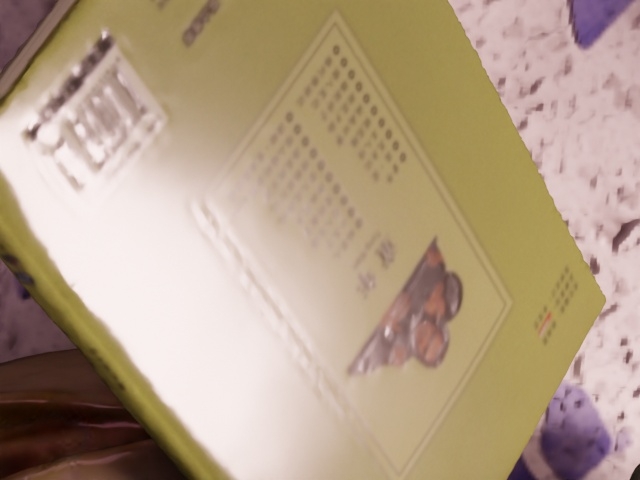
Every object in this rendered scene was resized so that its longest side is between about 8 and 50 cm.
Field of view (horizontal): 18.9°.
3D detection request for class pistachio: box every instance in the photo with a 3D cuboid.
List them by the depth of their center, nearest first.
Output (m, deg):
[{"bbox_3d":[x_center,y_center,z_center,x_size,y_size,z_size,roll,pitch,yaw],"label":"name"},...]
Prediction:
[{"bbox_3d":[-0.105,0.111,0.849,0.215,0.144,0.144,-3,99,-26],"label":"pistachio"}]

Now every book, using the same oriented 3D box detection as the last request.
[{"bbox_3d":[0.000,0.000,0.819,0.239,0.035,0.352,-57,133,-28],"label":"book"}]

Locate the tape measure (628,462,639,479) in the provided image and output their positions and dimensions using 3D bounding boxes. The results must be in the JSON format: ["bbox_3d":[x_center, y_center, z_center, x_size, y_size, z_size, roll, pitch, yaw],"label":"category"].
[{"bbox_3d":[0.237,0.246,0.938,0.231,0.245,0.149,35,118,-17],"label":"tape measure"}]
